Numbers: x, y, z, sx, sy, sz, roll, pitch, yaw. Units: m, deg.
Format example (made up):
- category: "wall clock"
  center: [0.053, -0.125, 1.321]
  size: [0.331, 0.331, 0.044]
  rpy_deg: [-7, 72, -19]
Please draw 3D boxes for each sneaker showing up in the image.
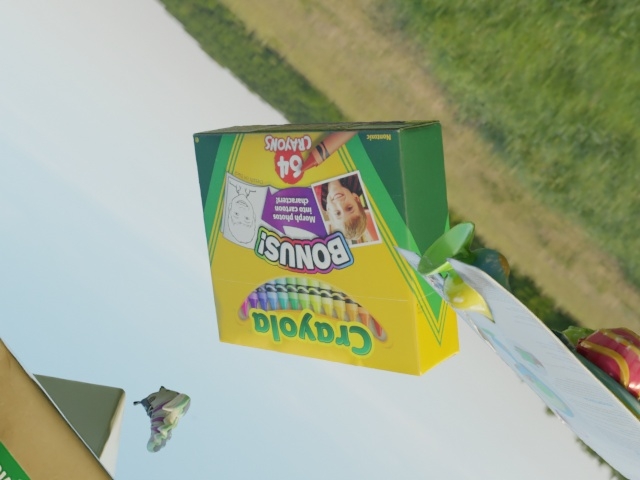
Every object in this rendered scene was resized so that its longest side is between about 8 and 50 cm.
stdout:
- category: "sneaker"
  center: [-0.227, 0.238, 1.309]
  size: [0.069, 0.038, 0.098]
  rpy_deg: [23, -136, 10]

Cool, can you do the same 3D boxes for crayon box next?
- category: "crayon box"
  center: [0.000, 0.000, 1.321]
  size: [0.363, 0.313, 0.106]
  rpy_deg: [4, -165, 40]

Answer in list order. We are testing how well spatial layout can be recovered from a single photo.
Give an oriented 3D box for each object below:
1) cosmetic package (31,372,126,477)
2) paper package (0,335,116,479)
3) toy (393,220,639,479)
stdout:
- category: "cosmetic package"
  center: [-0.432, 0.219, 0.895]
  size: [0.453, 0.161, 0.230]
  rpy_deg: [10, -160, -3]
- category: "paper package"
  center: [-0.176, 0.209, 0.566]
  size: [0.325, 0.168, 0.309]
  rpy_deg: [56, 159, -14]
- category: "toy"
  center: [0.158, 0.073, 0.576]
  size: [0.237, 0.056, 0.137]
  rpy_deg: [40, 174, -14]
